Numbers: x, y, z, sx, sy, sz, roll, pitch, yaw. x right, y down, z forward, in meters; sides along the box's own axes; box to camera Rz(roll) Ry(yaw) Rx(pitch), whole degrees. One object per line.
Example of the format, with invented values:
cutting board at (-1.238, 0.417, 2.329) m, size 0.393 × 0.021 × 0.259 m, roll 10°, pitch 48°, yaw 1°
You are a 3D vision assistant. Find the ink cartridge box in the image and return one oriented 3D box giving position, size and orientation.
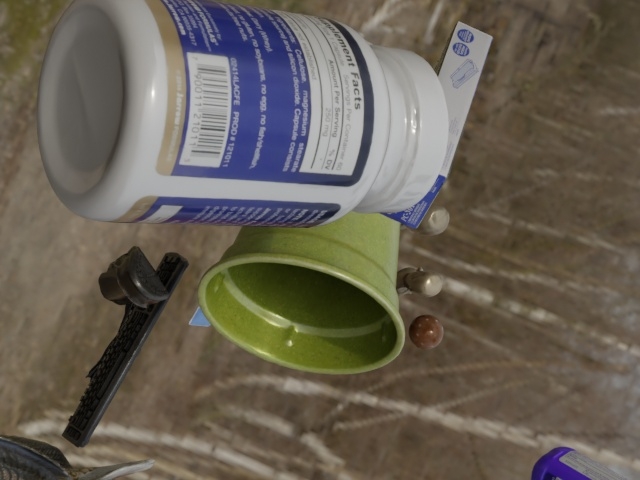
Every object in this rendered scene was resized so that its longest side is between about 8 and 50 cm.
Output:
ink cartridge box at (0.121, -0.122, 1.379) m, size 0.097 × 0.046 × 0.207 m, roll 117°, pitch -5°, yaw -53°

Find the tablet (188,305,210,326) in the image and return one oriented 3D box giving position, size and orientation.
tablet at (-0.190, 0.112, 2.270) m, size 0.054 × 0.006 × 0.083 m, roll 10°, pitch 117°, yaw -51°

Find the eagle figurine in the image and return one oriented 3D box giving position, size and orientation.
eagle figurine at (-0.361, 0.289, 1.497) m, size 0.226 × 0.298 × 0.225 m, roll -52°, pitch 179°, yaw 34°

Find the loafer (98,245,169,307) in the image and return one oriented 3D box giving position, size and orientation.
loafer at (-0.263, 0.063, 1.829) m, size 0.078 × 0.080 × 0.220 m, roll -35°, pitch -173°, yaw -5°

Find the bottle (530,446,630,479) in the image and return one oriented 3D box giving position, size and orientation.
bottle at (0.425, 0.396, 1.882) m, size 0.092 × 0.283 × 0.118 m, roll -27°, pitch 120°, yaw -28°

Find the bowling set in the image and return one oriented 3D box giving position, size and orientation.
bowling set at (0.092, 0.082, 2.029) m, size 0.287 × 0.200 × 0.154 m, roll -28°, pitch -168°, yaw -17°

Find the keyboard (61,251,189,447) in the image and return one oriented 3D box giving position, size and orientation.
keyboard at (-0.300, 0.158, 1.983) m, size 0.317 × 0.033 × 0.201 m, roll -61°, pitch -166°, yaw -11°

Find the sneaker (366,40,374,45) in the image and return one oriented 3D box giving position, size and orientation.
sneaker at (-0.069, -0.221, 1.758) m, size 0.150 × 0.365 × 0.135 m, roll -61°, pitch 165°, yaw -64°

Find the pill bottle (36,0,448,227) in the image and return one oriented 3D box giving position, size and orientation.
pill bottle at (-0.047, -0.085, 0.917) m, size 0.264 × 0.153 × 0.153 m, roll 2°, pitch 118°, yaw -38°

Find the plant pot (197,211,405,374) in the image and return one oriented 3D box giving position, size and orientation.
plant pot at (0.000, 0.000, 1.763) m, size 0.276 × 0.276 × 0.254 m, roll 101°, pitch 3°, yaw -58°
